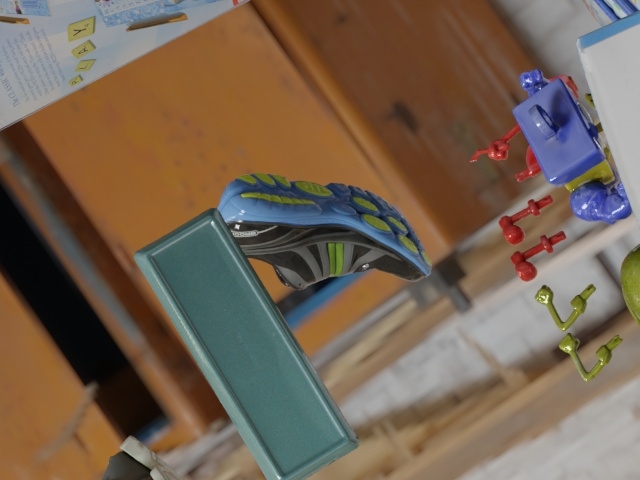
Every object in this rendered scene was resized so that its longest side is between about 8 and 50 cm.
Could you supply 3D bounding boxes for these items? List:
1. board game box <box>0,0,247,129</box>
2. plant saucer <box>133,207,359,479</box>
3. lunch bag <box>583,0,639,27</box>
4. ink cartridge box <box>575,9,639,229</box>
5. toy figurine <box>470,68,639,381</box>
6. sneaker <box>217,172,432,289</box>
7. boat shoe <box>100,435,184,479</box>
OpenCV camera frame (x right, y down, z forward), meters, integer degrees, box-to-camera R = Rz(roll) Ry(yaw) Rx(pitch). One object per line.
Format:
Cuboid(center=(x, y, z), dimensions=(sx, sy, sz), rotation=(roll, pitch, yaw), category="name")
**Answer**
Cuboid(center=(-0.183, -0.221, 1.368), dimensions=(0.318, 0.066, 0.318), rotation=(-28, 156, -8), category="board game box")
Cuboid(center=(-0.050, 0.072, 1.297), dimensions=(0.067, 0.192, 0.018), rotation=(-31, 173, -8), category="plant saucer")
Cuboid(center=(0.360, -0.244, 2.076), dimensions=(0.090, 0.219, 0.176), rotation=(-40, 167, 2), category="lunch bag")
Cuboid(center=(0.325, -0.061, 1.273), dimensions=(0.198, 0.197, 0.270), rotation=(-23, 166, 21), category="ink cartridge box")
Cuboid(center=(0.259, -0.057, 2.070), dimensions=(0.191, 0.362, 0.217), rotation=(-28, 146, 12), category="toy figurine")
Cuboid(center=(0.000, 0.000, 1.471), dimensions=(0.188, 0.067, 0.078), rotation=(11, 124, -29), category="sneaker")
Cuboid(center=(-0.162, 0.281, 1.907), dimensions=(0.099, 0.116, 0.319), rotation=(-48, -162, -6), category="boat shoe")
